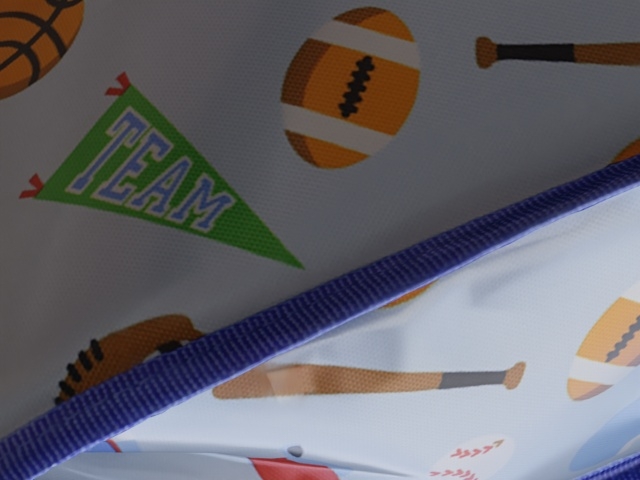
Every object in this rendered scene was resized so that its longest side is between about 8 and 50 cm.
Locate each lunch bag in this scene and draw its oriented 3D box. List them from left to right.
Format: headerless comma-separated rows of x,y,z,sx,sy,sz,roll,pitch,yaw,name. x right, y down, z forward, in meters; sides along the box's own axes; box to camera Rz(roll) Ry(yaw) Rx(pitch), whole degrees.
-0.032,-0.039,0.646,0.385,0.239,0.328,-21,-127,-13,lunch bag
